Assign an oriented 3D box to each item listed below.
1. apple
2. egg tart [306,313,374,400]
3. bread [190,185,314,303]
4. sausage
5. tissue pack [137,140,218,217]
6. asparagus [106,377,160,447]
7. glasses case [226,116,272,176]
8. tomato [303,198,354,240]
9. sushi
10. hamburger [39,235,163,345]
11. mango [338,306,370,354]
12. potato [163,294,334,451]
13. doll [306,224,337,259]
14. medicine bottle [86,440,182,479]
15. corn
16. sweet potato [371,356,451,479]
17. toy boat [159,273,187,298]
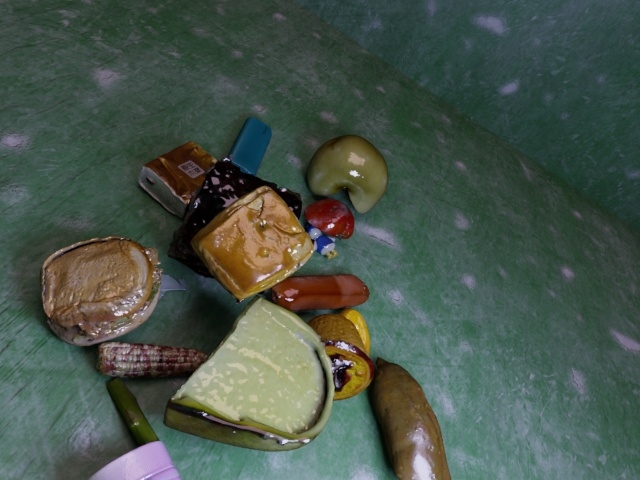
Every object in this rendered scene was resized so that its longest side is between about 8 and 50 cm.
[{"bbox_3d":[0.114,-0.261,1.744,0.295,0.233,0.258,27,46,-10],"label":"apple"},{"bbox_3d":[0.020,0.291,1.198,0.215,0.215,0.171,21,29,-15],"label":"egg tart"},{"bbox_3d":[-0.147,0.006,1.068,0.235,0.099,0.210,-37,89,-23],"label":"bread"},{"bbox_3d":[0.001,0.152,1.384,0.348,0.094,0.097,3,44,-39],"label":"sausage"},{"bbox_3d":[-0.405,-0.186,1.440,0.183,0.092,0.226,38,39,4],"label":"tissue pack"},{"bbox_3d":[-0.387,0.357,0.978,0.178,0.041,0.045,44,10,29],"label":"asparagus"},{"bbox_3d":[-0.252,-0.326,1.692,0.117,0.070,0.301,24,41,-13],"label":"glasses case"},{"bbox_3d":[0.042,-0.088,1.602,0.189,0.099,0.173,15,29,-44],"label":"tomato"},{"bbox_3d":[-0.213,-0.032,1.262,0.294,0.299,0.281,28,42,-7],"label":"sushi"},{"bbox_3d":[-0.482,0.097,1.066,0.243,0.146,0.286,25,54,9],"label":"hamburger"},{"bbox_3d":[0.095,0.273,1.356,0.101,0.066,0.187,9,52,-38],"label":"mango"},{"bbox_3d":[-0.127,0.331,1.017,0.280,0.213,0.330,31,44,4],"label":"potato"},{"bbox_3d":[0.000,0.000,1.556,0.098,0.058,0.143,-26,66,-35],"label":"doll"},{"bbox_3d":[-0.289,0.499,0.819,0.152,0.152,0.254,-16,62,-42],"label":"medicine bottle"},{"bbox_3d":[-0.369,0.265,1.053,0.237,0.079,0.079,11,46,-31],"label":"corn"},{"bbox_3d":[0.214,0.446,1.206,0.157,0.158,0.370,8,49,-28],"label":"sweet potato"},{"bbox_3d":[-0.416,0.101,1.201,0.149,0.034,0.105,-26,71,-44],"label":"toy boat"}]
